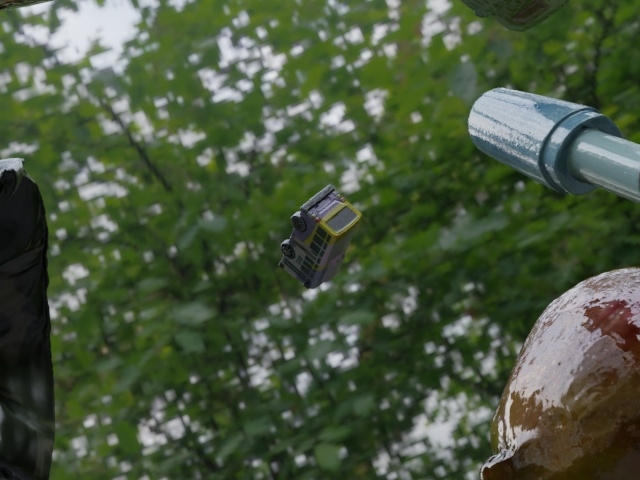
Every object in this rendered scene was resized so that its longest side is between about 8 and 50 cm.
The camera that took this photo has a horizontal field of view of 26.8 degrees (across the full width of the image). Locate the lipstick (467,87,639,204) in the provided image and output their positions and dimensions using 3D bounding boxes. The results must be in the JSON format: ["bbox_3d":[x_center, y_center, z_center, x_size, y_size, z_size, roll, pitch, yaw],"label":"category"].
[{"bbox_3d":[0.203,-0.064,1.013,0.068,0.274,0.061,-45,-63,-6],"label":"lipstick"}]

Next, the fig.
[{"bbox_3d":[0.242,0.145,1.059,0.224,0.224,0.263,-40,9,40],"label":"fig"}]

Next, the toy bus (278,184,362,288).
[{"bbox_3d":[0.000,0.000,1.336,0.052,0.058,0.102,-39,-18,-36],"label":"toy bus"}]

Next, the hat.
[{"bbox_3d":[-0.398,0.094,1.214,0.382,0.257,0.366,-9,-62,-27],"label":"hat"}]

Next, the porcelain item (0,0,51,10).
[{"bbox_3d":[-0.162,-0.234,0.609,0.253,0.253,0.253,-20,-19,-7],"label":"porcelain item"}]

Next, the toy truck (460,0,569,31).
[{"bbox_3d":[0.131,-0.254,1.100,0.085,0.191,0.116,-29,24,50],"label":"toy truck"}]
